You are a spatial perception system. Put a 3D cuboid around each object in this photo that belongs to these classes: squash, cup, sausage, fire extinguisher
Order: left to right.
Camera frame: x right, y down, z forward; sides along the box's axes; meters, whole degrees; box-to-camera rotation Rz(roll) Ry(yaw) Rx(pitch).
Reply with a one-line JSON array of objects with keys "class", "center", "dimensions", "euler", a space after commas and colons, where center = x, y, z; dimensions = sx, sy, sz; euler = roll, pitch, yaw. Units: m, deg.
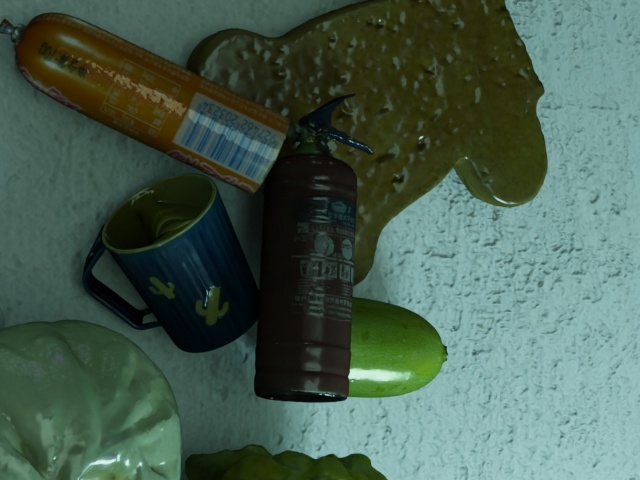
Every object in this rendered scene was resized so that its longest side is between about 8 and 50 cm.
[{"class": "sausage", "center": [-0.190, -0.153, 1.724], "dimensions": [0.312, 0.093, 0.093], "euler": [25, 81, -9]}, {"class": "cup", "center": [-0.159, 0.035, 1.765], "dimensions": [0.176, 0.131, 0.155], "euler": [-20, 121, 14]}, {"class": "fire extinguisher", "center": [0.000, 0.000, 1.778], "dimensions": [0.138, 0.102, 0.344], "euler": [13, 75, -40]}, {"class": "squash", "center": [0.060, 0.121, 1.884], "dimensions": [0.187, 0.123, 0.123], "euler": [4, 91, -29]}]

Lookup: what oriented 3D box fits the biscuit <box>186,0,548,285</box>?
[{"class": "biscuit", "center": [0.069, -0.145, 1.902], "dimensions": [0.394, 0.076, 0.368], "euler": [-35, 108, -18]}]

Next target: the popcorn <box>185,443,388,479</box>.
[{"class": "popcorn", "center": [-0.055, 0.351, 1.762], "dimensions": [0.312, 0.312, 0.312], "euler": [-2, 93, -27]}]

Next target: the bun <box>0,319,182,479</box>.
[{"class": "bun", "center": [-0.273, 0.252, 1.600], "dimensions": [0.365, 0.219, 0.365], "euler": [-28, 137, -29]}]

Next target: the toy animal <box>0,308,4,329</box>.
[{"class": "toy animal", "center": [-0.398, 0.058, 1.637], "dimensions": [0.178, 0.127, 0.193], "euler": [-20, 100, -27]}]
